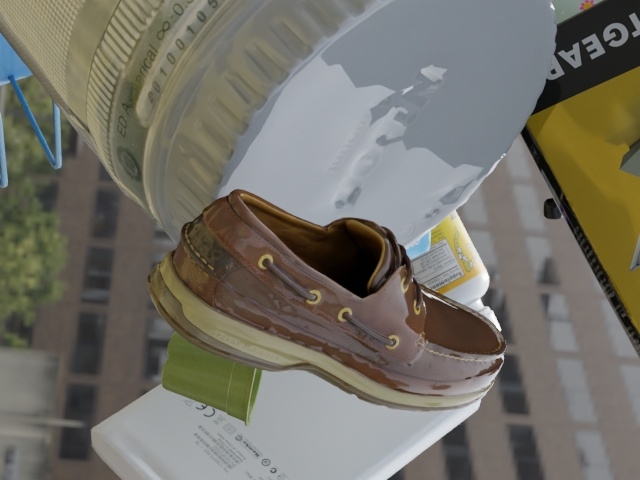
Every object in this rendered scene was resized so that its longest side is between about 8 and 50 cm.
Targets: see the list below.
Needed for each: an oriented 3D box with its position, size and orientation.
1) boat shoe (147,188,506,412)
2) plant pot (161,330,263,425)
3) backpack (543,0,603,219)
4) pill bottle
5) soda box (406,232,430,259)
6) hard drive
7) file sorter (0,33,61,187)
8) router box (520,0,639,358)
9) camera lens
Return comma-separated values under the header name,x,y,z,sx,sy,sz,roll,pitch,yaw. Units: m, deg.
name,x,y,z,sx,sy,sz,roll,pitch,yaw
boat shoe,0.016,0.025,0.629,0.060,0.178,0.064,-56,-140,20
plant pot,-0.091,0.108,1.292,0.083,0.079,0.083,12,90,-86
backpack,0.219,-0.110,1.101,0.115,0.152,0.182,74,2,-65
pill bottle,0.113,0.025,1.668,0.208,0.118,0.117,63,-10,2
soda box,0.000,0.000,1.227,0.067,0.210,0.071,24,-56,36
hard drive,-0.028,0.165,1.411,0.203,0.307,0.040,39,-36,27
file sorter,-0.232,-0.097,1.017,0.104,0.170,0.118,61,-20,23
router box,0.280,-0.054,0.794,0.243,0.309,0.081,63,4,9
camera lens,-0.046,-0.135,0.755,0.274,0.219,0.219,50,-34,29
